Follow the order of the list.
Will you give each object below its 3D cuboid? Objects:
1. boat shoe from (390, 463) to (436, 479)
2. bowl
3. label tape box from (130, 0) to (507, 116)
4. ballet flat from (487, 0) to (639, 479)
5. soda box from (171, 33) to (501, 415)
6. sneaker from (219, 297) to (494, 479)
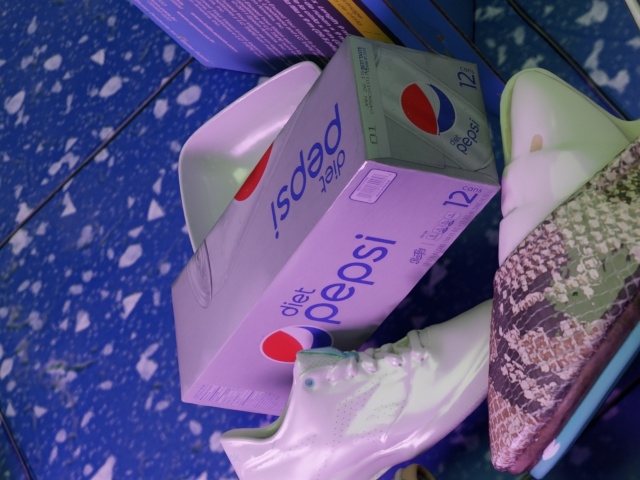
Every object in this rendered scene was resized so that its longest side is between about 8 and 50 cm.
[{"bbox_3d":[0.091,0.237,1.014,0.089,0.104,0.285,-50,46,7],"label":"boat shoe"},{"bbox_3d":[-0.029,-0.042,1.291,0.142,0.053,0.142,-32,53,23],"label":"bowl"},{"bbox_3d":[-0.011,-0.201,1.245,0.334,0.241,0.105,14,73,40],"label":"label tape box"},{"bbox_3d":[0.222,-0.087,1.047,0.182,0.164,0.483,44,94,7],"label":"ballet flat"},{"bbox_3d":[0.000,0.000,1.136,0.286,0.091,0.098,128,143,-47],"label":"soda box"},{"bbox_3d":[0.029,0.093,1.135,0.212,0.094,0.080,-40,9,12],"label":"sneaker"}]
